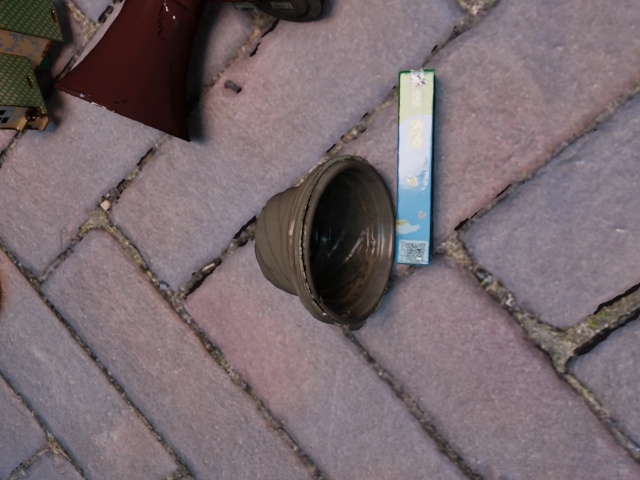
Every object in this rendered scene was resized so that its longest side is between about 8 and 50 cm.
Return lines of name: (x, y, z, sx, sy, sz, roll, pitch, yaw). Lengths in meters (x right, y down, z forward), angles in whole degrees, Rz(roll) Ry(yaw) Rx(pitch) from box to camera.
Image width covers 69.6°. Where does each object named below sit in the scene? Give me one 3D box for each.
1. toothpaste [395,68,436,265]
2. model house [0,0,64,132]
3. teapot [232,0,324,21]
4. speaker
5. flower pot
toothpaste: (0.136, -0.099, 0.655, 0.050, 0.065, 0.266, 3, 100, 18)
model house: (-0.521, -0.330, 0.736, 0.271, 0.178, 0.206, 46, 114, 7)
teapot: (-0.049, -0.377, 0.654, 0.111, 0.149, 0.108, 14, 88, -25)
speaker: (-0.219, -0.311, 0.633, 0.198, 0.259, 0.329, 20, 102, -23)
flower pot: (0.000, 0.000, 0.650, 0.141, 0.236, 0.235, 2, 101, 39)
